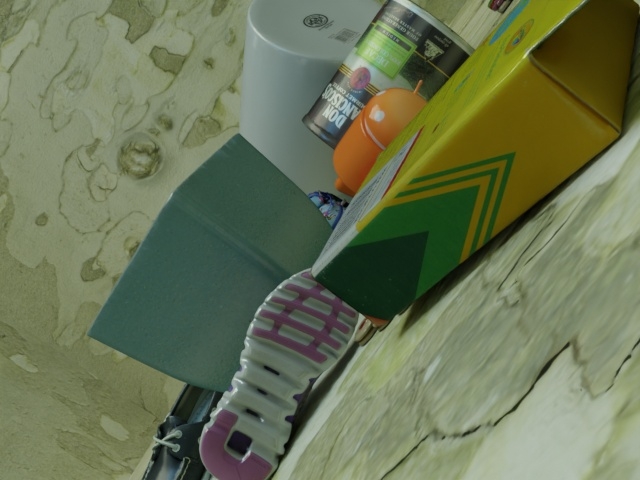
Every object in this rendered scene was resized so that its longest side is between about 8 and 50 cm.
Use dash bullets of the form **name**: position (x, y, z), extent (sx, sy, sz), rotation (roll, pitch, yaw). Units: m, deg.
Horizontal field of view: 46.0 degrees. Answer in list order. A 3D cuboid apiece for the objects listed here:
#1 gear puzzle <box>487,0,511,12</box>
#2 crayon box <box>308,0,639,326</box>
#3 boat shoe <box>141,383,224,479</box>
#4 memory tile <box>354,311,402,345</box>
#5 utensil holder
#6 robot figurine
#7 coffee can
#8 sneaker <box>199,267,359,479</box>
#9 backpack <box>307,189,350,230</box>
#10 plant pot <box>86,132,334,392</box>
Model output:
- **gear puzzle**: position (0.411, -0.575, 1.611), extent (0.175, 0.044, 0.339), rotation (-54, 4, 20)
- **crayon box**: position (0.133, -0.089, 0.587), extent (0.318, 0.081, 0.202), rotation (-47, 8, 45)
- **boat shoe**: position (-0.205, 0.293, 1.139), extent (0.114, 0.091, 0.303), rotation (-10, 33, 31)
- **memory tile**: position (0.084, 0.030, 0.741), extent (0.148, 0.012, 0.113), rotation (-58, 5, -38)
- **utensil holder**: position (-0.018, -0.310, 1.635), extent (0.386, 0.327, 0.328), rotation (98, -163, -45)
- **robot figurine**: position (0.101, -0.151, 1.182), extent (0.158, 0.128, 0.219), rotation (-27, -16, -39)
- **coffee can**: position (0.125, -0.271, 1.359), extent (0.275, 0.201, 0.201), rotation (-54, 4, 11)
- **sneaker**: position (-0.041, 0.135, 0.784), extent (0.237, 0.095, 0.104), rotation (-60, -5, -4)
- **backpack**: position (0.000, 0.000, 1.243), extent (0.158, 0.116, 0.173), rotation (-55, 7, 6)
- **plant pot**: position (-0.102, 0.055, 0.996), extent (0.248, 0.252, 0.247), rotation (-53, 4, 27)
